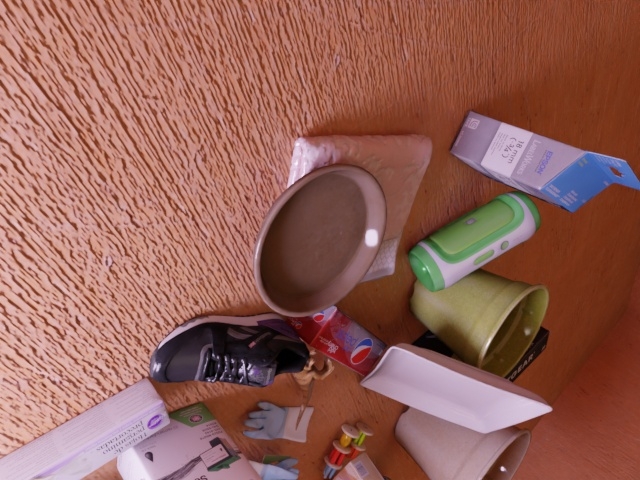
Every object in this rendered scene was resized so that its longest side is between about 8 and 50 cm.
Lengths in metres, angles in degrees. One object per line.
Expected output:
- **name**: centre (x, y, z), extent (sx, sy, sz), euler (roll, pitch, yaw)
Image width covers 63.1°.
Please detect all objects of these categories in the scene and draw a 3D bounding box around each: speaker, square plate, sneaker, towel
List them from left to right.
- **sneaker**: centre (-0.137, 0.193, 0.877), extent (0.283, 0.124, 0.107), euler (-6, 119, -43)
- **towel**: centre (0.064, -0.044, 0.981), extent (0.331, 0.053, 0.317), euler (-11, 123, -42)
- **square plate**: centre (0.286, 0.338, 1.192), extent (0.347, 0.344, 0.049), euler (106, 6, -61)
- **speaker**: centre (0.356, 0.000, 1.207), extent (0.296, 0.131, 0.131), euler (-29, 136, -9)

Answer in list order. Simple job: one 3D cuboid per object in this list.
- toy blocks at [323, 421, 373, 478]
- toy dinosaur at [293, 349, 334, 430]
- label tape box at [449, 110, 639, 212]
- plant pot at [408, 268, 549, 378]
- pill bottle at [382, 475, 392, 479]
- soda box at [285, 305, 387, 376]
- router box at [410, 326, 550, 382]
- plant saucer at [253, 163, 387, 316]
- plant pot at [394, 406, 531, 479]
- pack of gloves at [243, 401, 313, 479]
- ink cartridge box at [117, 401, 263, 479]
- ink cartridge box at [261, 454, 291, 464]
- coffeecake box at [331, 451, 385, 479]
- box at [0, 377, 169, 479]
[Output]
- **toy blocks**: centre (0.069, 0.566, 1.397), extent (0.123, 0.054, 0.148), euler (17, 103, -50)
- **toy dinosaur**: centre (-0.028, 0.296, 1.124), extent (0.112, 0.064, 0.212), euler (-18, 120, -15)
- **label tape box**: centre (0.478, -0.147, 1.111), extent (0.240, 0.333, 0.106), euler (14, 105, -49)
- **plant pot**: centre (0.367, 0.170, 1.277), extent (0.276, 0.254, 0.276), euler (-26, 133, -32)
- **pill bottle**: centre (0.178, 0.788, 1.613), extent (0.112, 0.112, 0.186), euler (-55, 141, -2)
- **soda box**: centre (0.039, 0.200, 1.095), extent (0.092, 0.083, 0.263), euler (-53, 140, -5)
- **router box**: centre (0.436, 0.296, 1.442), extent (0.309, 0.243, 0.081), euler (-33, 135, -25)
- **plant saucer**: centre (0.000, 0.000, 0.875), extent (0.278, 0.041, 0.278), euler (-21, 127, -31)
- **plant pot**: centre (0.406, 0.616, 1.578), extent (0.333, 0.305, 0.334), euler (-26, 133, -32)
- **pack of gloves**: centre (-0.091, 0.451, 1.113), extent (0.232, 0.046, 0.195), euler (30, 73, -51)
- **ink cartridge box**: centre (-0.213, 0.391, 0.858), extent (0.160, 0.219, 0.093), euler (-9, 122, -43)
- **ink cartridge box**: centre (-0.149, 0.571, 1.150), extent (0.109, 0.062, 0.209), euler (35, 69, -51)
- **coffeecake box**: centre (0.097, 0.684, 1.393), extent (0.068, 0.142, 0.185), euler (-9, 141, -46)
- **box**: centre (-0.383, 0.320, 0.758), extent (0.324, 0.067, 0.063), euler (-28, 134, -32)
